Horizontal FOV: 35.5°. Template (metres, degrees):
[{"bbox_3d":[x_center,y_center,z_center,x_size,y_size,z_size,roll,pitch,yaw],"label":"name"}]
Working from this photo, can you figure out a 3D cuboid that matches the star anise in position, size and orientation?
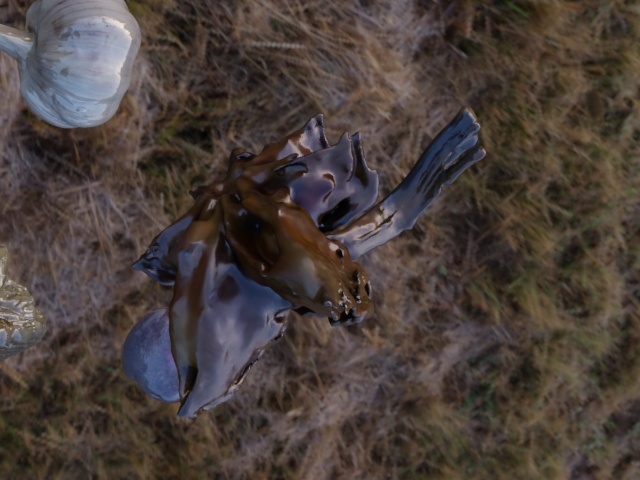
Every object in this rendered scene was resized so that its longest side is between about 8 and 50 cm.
[{"bbox_3d":[-0.002,-0.010,0.784,0.346,0.237,0.148,-37,123,-25],"label":"star anise"}]

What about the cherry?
[{"bbox_3d":[-0.281,0.204,1.817,0.140,0.176,0.176,8,122,-50],"label":"cherry"}]

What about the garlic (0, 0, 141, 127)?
[{"bbox_3d":[-0.347,-0.249,1.232,0.226,0.199,0.199,13,118,-30],"label":"garlic"}]

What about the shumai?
[{"bbox_3d":[-0.640,0.099,1.755,0.267,0.262,0.314,-22,172,15],"label":"shumai"}]
